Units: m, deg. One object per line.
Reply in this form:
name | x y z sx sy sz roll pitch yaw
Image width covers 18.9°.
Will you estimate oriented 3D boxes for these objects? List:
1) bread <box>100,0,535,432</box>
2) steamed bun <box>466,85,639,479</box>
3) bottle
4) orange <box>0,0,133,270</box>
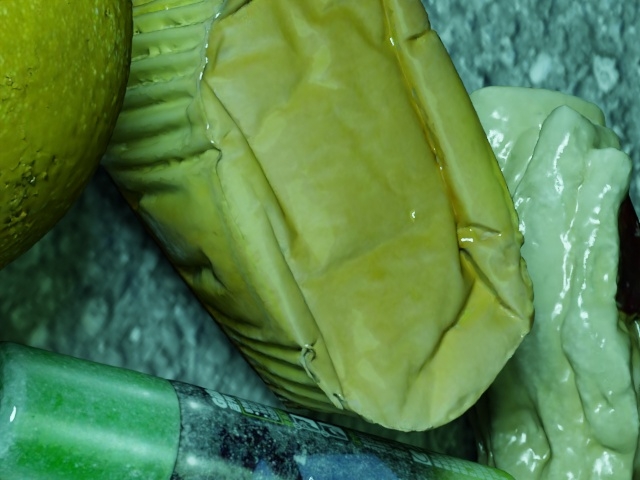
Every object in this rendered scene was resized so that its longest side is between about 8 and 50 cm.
bread | -0.010 -0.027 1.093 0.204 0.156 0.288 -44 111 -30
steamed bun | 0.234 0.107 1.283 0.247 0.189 0.428 -3 90 -47
bottle | -0.040 0.136 1.073 0.330 0.093 0.093 18 77 -27
orange | -0.216 -0.092 0.860 0.274 0.274 0.274 2 87 -40
